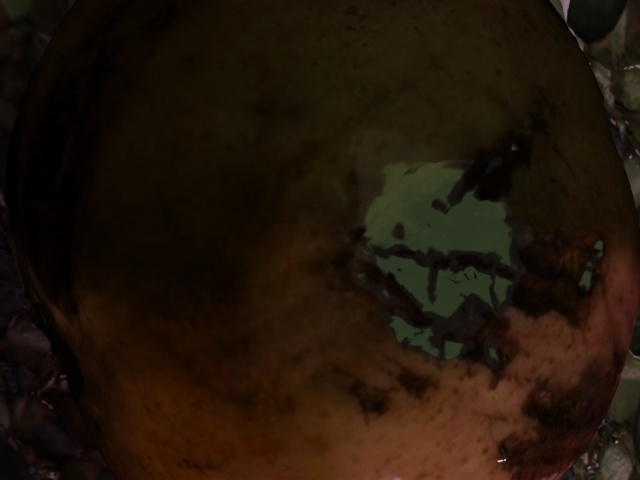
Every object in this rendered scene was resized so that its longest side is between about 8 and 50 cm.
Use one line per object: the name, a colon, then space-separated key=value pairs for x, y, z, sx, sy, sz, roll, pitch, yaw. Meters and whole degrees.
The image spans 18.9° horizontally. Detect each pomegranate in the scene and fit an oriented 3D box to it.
pomegranate: x=0.000 y=0.000 z=0.899 sx=0.322 sy=0.322 sz=0.322 roll=11 pitch=74 yaw=-41

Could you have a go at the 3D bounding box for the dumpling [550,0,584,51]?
dumpling: x=0.092 y=-0.102 z=1.140 sx=0.199 sy=0.118 sz=0.136 roll=-33 pitch=124 yaw=-24
